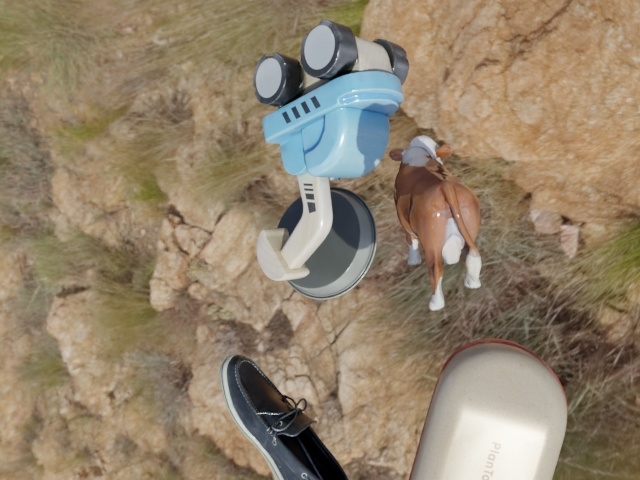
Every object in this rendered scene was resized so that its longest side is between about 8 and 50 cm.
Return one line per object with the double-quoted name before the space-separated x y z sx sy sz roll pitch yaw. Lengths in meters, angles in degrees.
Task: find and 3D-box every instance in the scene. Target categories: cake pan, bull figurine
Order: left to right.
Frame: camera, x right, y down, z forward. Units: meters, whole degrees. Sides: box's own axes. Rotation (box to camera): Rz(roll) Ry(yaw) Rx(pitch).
"cake pan" 0.000 0.000 1.456 0.293 0.054 0.294 -8 74 30
"bull figurine" 0.159 -0.039 0.818 0.101 0.310 0.189 -10 107 7

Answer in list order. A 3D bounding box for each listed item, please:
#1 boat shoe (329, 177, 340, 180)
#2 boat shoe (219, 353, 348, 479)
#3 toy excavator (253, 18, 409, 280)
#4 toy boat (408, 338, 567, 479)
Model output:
"boat shoe" 0.082 -0.270 1.482 0.088 0.096 0.268 11 64 5
"boat shoe" -0.093 0.504 1.543 0.156 0.186 0.500 -44 71 25
"toy excavator" -0.004 -0.163 1.219 0.432 0.222 0.446 -17 80 42
"toy boat" 0.195 0.229 0.692 0.150 0.151 0.231 15 96 6
